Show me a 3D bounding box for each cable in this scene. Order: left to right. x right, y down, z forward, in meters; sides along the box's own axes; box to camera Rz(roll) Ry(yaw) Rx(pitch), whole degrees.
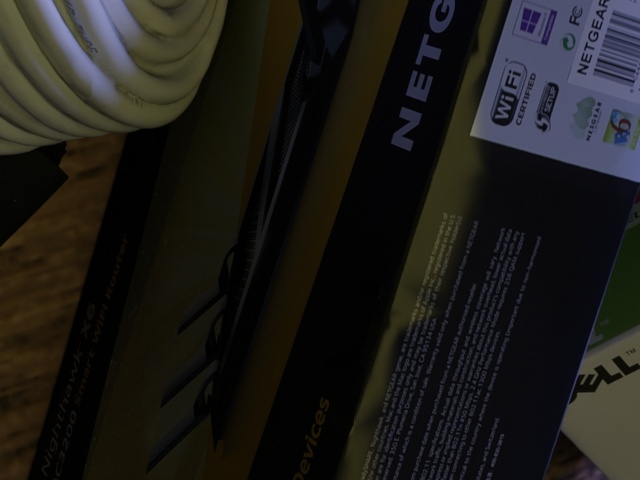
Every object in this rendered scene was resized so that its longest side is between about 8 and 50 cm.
[{"bbox_3d":[-0.091,-0.157,0.500,0.089,0.257,0.257,-4,109,11],"label":"cable"}]

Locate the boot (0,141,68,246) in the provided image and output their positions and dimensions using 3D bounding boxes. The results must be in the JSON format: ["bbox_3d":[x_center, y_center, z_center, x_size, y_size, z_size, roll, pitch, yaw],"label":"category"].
[{"bbox_3d":[-0.229,-0.022,0.556,0.246,0.094,0.207,36,91,-36],"label":"boot"}]

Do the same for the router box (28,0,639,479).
[{"bbox_3d":[0.000,0.000,0.592,0.081,0.243,0.309,13,98,-28],"label":"router box"}]

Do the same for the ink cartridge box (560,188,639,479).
[{"bbox_3d":[0.161,-0.003,0.707,0.188,0.097,0.255,-31,122,25],"label":"ink cartridge box"}]
